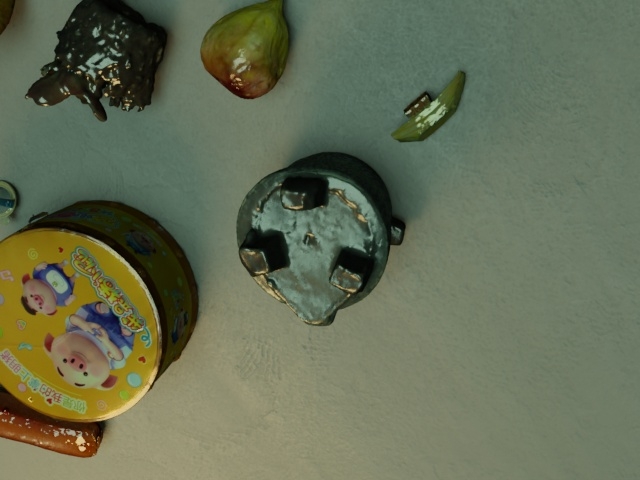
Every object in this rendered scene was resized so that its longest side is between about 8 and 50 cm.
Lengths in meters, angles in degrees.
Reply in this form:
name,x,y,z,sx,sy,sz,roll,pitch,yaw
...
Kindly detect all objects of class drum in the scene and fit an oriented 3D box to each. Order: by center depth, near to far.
name,x,y,z,sx,sy,sz,roll,pitch,yaw
drum,-0.474,0.136,1.903,0.431,0.214,0.431,4,107,13

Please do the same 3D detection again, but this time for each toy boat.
name,x,y,z,sx,sy,sz,roll,pitch,yaw
toy boat,0.200,-0.238,1.701,0.172,0.065,0.066,-41,75,19

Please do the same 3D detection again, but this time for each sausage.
name,x,y,z,sx,sy,sz,roll,pitch,yaw
sausage,-0.638,0.406,2.091,0.330,0.102,0.102,14,110,9

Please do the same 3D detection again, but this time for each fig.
name,x,y,z,sx,sy,sz,roll,pitch,yaw
fig,-0.113,-0.387,1.703,0.159,0.159,0.257,26,92,5

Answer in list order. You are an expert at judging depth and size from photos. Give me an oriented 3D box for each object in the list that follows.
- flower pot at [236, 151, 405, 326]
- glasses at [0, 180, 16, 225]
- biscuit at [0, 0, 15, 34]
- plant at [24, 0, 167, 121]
name,x,y,z,sx,sy,sz,roll,pitch,yaw
flower pot,0.000,0.000,1.706,0.299,0.283,0.299,4,107,12
glasses,-0.734,-0.125,1.904,0.189,0.220,0.088,15,71,10
biscuit,-0.728,-0.483,1.743,0.318,0.318,0.040,53,149,-6
plant,-0.401,-0.332,1.750,0.178,0.204,0.234,32,101,13
